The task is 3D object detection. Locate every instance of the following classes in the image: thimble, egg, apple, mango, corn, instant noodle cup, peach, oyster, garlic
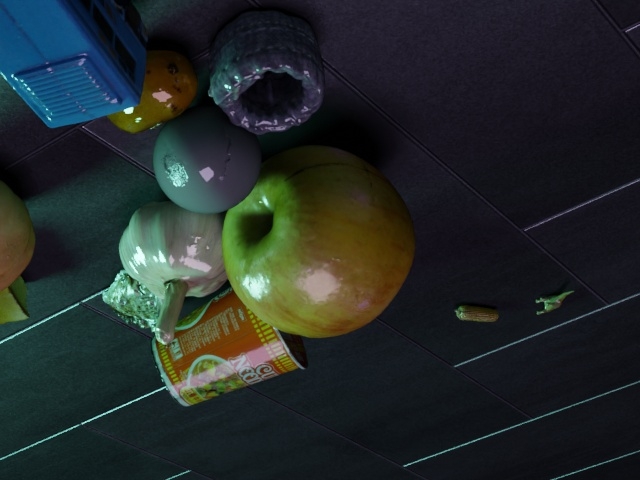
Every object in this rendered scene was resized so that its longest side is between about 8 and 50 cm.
[{"bbox_3d":[-0.067,-0.213,1.625,0.150,0.097,0.150,-5,147,-3],"label":"thimble"},{"bbox_3d":[-0.151,-0.109,1.707,0.147,0.146,0.199,0,179,-8],"label":"egg"},{"bbox_3d":[0.000,0.000,1.799,0.233,0.286,0.286,23,137,-33],"label":"apple"},{"bbox_3d":[-0.230,-0.188,1.652,0.105,0.084,0.159,28,134,-32],"label":"mango"},{"bbox_3d":[0.277,0.131,2.266,0.083,0.027,0.028,8,124,-21],"label":"corn"},{"bbox_3d":[-0.156,0.166,2.071,0.212,0.193,0.193,-26,144,6],"label":"instant noodle cup"},{"bbox_3d":[-0.500,-0.002,1.812,0.184,0.184,0.184,-4,147,-3],"label":"peach"},{"bbox_3d":[-0.289,0.092,2.096,0.125,0.064,0.177,35,140,-27],"label":"oyster"},{"bbox_3d":[-0.204,0.053,1.894,0.199,0.226,0.199,1,147,1],"label":"garlic"}]

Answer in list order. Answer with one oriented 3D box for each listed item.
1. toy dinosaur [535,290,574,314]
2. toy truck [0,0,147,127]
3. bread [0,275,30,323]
[{"bbox_3d":[0.410,0.107,2.250,0.041,0.026,0.113,-3,156,-16],"label":"toy dinosaur"},{"bbox_3d":[-0.326,-0.294,1.405,0.161,0.162,0.385,-13,146,13],"label":"toy truck"},{"bbox_3d":[-0.656,0.095,2.023,0.361,0.077,0.138,-9,148,4],"label":"bread"}]
